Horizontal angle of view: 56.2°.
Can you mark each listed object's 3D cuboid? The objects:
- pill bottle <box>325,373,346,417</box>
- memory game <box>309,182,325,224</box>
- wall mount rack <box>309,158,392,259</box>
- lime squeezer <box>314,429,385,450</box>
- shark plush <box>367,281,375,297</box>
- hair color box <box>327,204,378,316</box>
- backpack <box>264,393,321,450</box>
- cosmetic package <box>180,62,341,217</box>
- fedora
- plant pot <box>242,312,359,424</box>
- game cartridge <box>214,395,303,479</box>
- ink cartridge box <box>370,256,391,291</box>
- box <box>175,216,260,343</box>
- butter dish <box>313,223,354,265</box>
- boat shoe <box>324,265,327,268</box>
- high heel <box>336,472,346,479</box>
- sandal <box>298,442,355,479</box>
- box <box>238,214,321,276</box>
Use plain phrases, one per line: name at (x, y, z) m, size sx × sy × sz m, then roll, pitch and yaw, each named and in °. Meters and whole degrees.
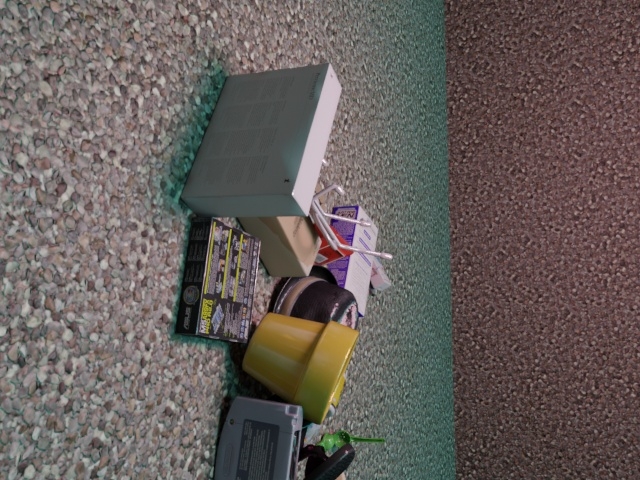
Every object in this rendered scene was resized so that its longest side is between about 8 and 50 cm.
pill bottle at (0.021, 0.453, 1.879) m, size 0.184 × 0.103 × 0.103 m, roll -65°, pitch 144°, yaw -41°
memory game at (-0.028, -0.105, 1.901) m, size 0.186 × 0.012 × 0.186 m, roll 1°, pitch 89°, yaw -63°
wall mount rack at (0.056, -0.071, 1.711) m, size 0.304 × 0.130 × 0.350 m, roll 55°, pitch 6°, yaw -32°
lime squeezer at (0.056, 0.668, 1.961) m, size 0.310 × 0.110 × 0.059 m, roll 4°, pitch 103°, yaw -34°
shark plush at (0.180, 0.169, 2.277) m, size 0.067 × 0.073 × 0.161 m, roll 50°, pitch 42°, yaw -8°
hair color box at (0.097, 0.071, 2.047) m, size 0.185 × 0.110 × 0.339 m, roll 46°, pitch 51°, yaw -53°
backpack at (-0.078, 0.484, 1.612) m, size 0.188 × 0.166 × 0.144 m, roll -28°, pitch 129°, yaw -59°
cosmetic package at (-0.129, -0.232, 1.391) m, size 0.097 × 0.284 × 0.377 m, roll 53°, pitch 44°, yaw -50°
fedora at (0.004, 0.235, 1.736) m, size 0.334 × 0.152 × 0.334 m, roll -5°, pitch 97°, yaw -52°
plant pot at (-0.056, 0.301, 1.522) m, size 0.254 × 0.239 × 0.254 m, roll 23°, pitch 90°, yaw -80°
game cartridge at (-0.152, 0.527, 1.414) m, size 0.062 × 0.198 × 0.297 m, roll 24°, pitch 71°, yaw -60°
ink cartridge box at (0.214, 0.125, 2.286) m, size 0.088 × 0.052 × 0.122 m, roll 27°, pitch 37°, yaw -61°
box at (-0.235, 0.100, 1.419) m, size 0.216 × 0.060 × 0.270 m, roll 28°, pitch 64°, yaw -60°
butter dish at (0.000, 0.000, 1.836) m, size 0.160 × 0.160 × 0.118 m, roll 42°, pitch 29°, yaw -56°
boat shoe at (0.001, 0.142, 1.908) m, size 0.048 × 0.056 × 0.153 m, roll 27°, pitch 58°, yaw -56°
high heel at (0.039, 0.886, 1.947) m, size 0.186 × 0.093 × 0.261 m, roll 79°, pitch 22°, yaw -45°
sandal at (-0.053, 0.611, 1.528) m, size 0.167 × 0.107 × 0.446 m, roll -21°, pitch 153°, yaw -39°
box at (-0.117, -0.054, 1.594) m, size 0.311 × 0.121 × 0.148 m, roll 64°, pitch 35°, yaw -41°
